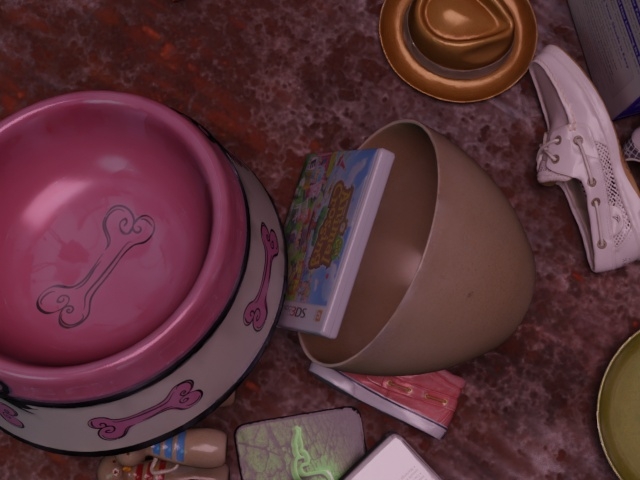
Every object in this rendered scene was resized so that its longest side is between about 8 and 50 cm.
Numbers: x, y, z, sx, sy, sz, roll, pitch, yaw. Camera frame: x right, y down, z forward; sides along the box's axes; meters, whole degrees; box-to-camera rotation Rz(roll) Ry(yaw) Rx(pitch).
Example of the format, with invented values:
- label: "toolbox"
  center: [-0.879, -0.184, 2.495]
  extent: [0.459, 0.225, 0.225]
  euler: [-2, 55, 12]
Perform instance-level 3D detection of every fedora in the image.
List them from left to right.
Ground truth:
- label: "fedora"
  center: [0.168, -0.259, 1.571]
  extent: [0.194, 0.079, 0.194]
  euler: [0, 84, -2]

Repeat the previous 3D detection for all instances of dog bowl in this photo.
- label: "dog bowl"
  center: [-0.247, 0.017, 1.428]
  extent: [0.408, 0.150, 0.408]
  euler: [-4, 65, 8]

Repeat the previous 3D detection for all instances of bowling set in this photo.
- label: "bowling set"
  center: [-0.181, 0.263, 1.448]
  extent: [0.154, 0.200, 0.287]
  euler: [3, 79, 0]

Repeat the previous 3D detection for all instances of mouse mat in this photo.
- label: "mouse mat"
  center: [-0.014, 0.297, 1.538]
  extent: [0.153, 0.007, 0.189]
  euler: [-10, 84, -2]

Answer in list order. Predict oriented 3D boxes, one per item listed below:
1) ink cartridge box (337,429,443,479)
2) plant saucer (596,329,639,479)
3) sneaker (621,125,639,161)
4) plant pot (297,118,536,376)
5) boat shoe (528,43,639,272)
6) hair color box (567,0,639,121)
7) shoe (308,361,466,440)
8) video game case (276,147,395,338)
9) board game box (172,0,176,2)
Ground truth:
- label: "ink cartridge box"
  center: [0.066, 0.411, 1.492]
  extent: [0.296, 0.066, 0.261]
  euler: [-43, 87, -3]
- label: "plant saucer"
  center: [0.439, 0.205, 1.543]
  extent: [0.241, 0.037, 0.241]
  euler: [0, 83, -2]
- label: "sneaker"
  center: [0.461, -0.057, 1.559]
  extent: [0.235, 0.090, 0.095]
  euler: [45, 115, -4]
- label: "plant pot"
  center: [0.125, 0.030, 1.461]
  extent: [0.191, 0.284, 0.284]
  euler: [21, 83, -24]
- label: "boat shoe"
  center: [0.298, -0.094, 1.544]
  extent: [0.096, 0.098, 0.277]
  euler: [-24, 85, -5]
- label: "hair color box"
  center: [0.375, -0.262, 1.444]
  extent: [0.110, 0.339, 0.185]
  euler: [-16, 84, -2]
- label: "shoe"
  center: [0.079, 0.158, 1.530]
  extent: [0.178, 0.063, 0.081]
  euler: [27, 82, -3]
- label: "video game case"
  center: [0.000, 0.000, 1.485]
  extent: [0.023, 0.193, 0.212]
  euler: [21, 82, -24]
- label: "board game box"
  center: [-0.117, -0.393, 1.597]
  extent: [0.193, 0.045, 0.146]
  euler: [-21, 84, -4]
